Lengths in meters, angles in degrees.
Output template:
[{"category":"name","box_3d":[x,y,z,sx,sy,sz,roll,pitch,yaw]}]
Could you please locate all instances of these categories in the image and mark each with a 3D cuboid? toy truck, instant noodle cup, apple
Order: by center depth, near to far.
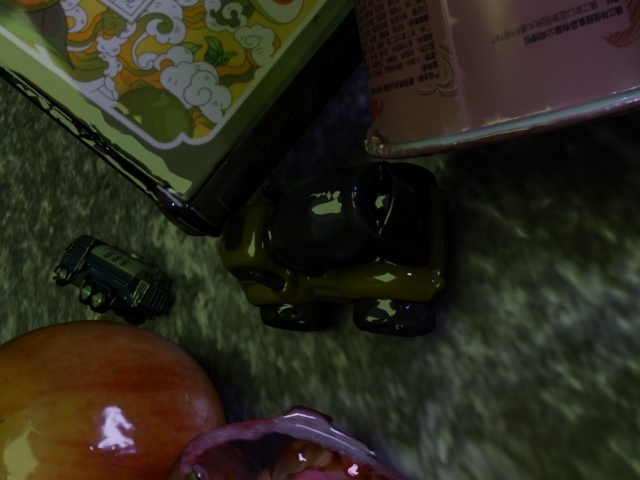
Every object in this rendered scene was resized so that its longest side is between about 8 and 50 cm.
[{"category":"instant noodle cup","box_3d":[0.120,-0.197,0.357,0.243,0.243,0.231,-8,105,34]},{"category":"toy truck","box_3d":[0.000,0.000,0.471,0.224,0.165,0.147,-8,67,36]},{"category":"apple","box_3d":[-0.229,0.209,0.515,0.286,0.233,0.286,-15,64,33]},{"category":"toy truck","box_3d":[-0.284,0.052,0.720,0.201,0.074,0.088,19,80,39]}]

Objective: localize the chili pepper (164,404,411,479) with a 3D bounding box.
[{"category":"chili pepper","box_3d":[-0.045,0.299,0.348,0.251,0.229,0.305,32,93,3]}]

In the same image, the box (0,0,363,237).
[{"category":"box","box_3d":[-0.128,-0.274,0.517,0.373,0.138,0.420,37,81,8]}]
